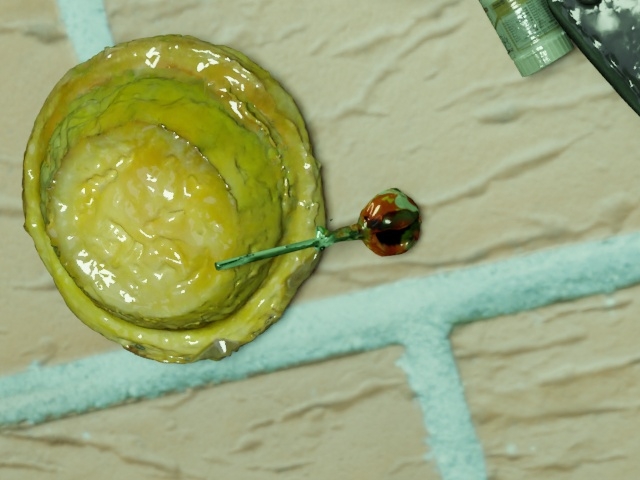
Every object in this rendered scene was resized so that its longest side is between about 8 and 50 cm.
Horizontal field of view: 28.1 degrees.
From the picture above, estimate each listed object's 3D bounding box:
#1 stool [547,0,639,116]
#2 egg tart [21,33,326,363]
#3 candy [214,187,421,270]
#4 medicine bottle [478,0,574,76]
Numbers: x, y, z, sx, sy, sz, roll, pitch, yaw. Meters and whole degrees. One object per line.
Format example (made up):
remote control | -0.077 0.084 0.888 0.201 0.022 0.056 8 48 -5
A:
stool | 0.274 -0.195 0.906 0.232 0.141 0.232 3 104 12
egg tart | -0.132 -0.025 1.057 0.288 0.118 0.288 3 108 10
candy | 0.000 0.000 1.022 0.185 0.049 0.055 -14 105 -24
medicine bottle | 0.156 -0.173 0.988 0.047 0.047 0.083 -29 96 17
